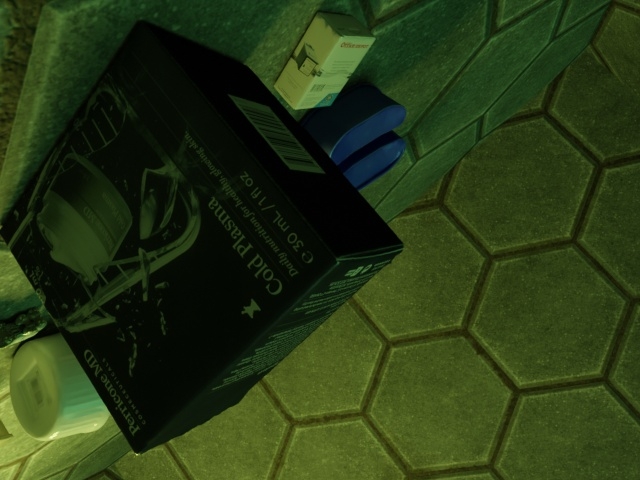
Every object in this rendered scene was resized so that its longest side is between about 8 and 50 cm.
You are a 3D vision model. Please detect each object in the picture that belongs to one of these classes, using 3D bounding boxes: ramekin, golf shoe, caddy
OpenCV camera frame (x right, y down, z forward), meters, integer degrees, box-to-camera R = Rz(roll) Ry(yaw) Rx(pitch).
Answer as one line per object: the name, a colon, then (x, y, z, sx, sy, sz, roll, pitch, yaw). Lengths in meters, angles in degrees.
ramekin: (-0.664, 0.366, 1.350, 0.277, 0.277, 0.135, -47, 156, 26)
golf shoe: (-0.706, 0.217, 1.185, 0.086, 0.069, 0.176, -42, 167, 33)
caddy: (0.077, -0.279, 1.459, 0.341, 0.179, 0.241, -34, 143, -21)

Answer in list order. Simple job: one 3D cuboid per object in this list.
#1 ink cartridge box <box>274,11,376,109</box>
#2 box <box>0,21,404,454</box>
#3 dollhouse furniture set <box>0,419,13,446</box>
ink cartridge box: (0.009, -0.380, 1.138, 0.140, 0.082, 0.190, -24, 158, -51)
box: (-0.210, -0.002, 0.915, 0.472, 0.480, 0.297, -46, 164, 22)
dollhouse furniture set: (-0.930, 0.506, 1.362, 0.129, 0.129, 0.183, -40, 168, -1)
